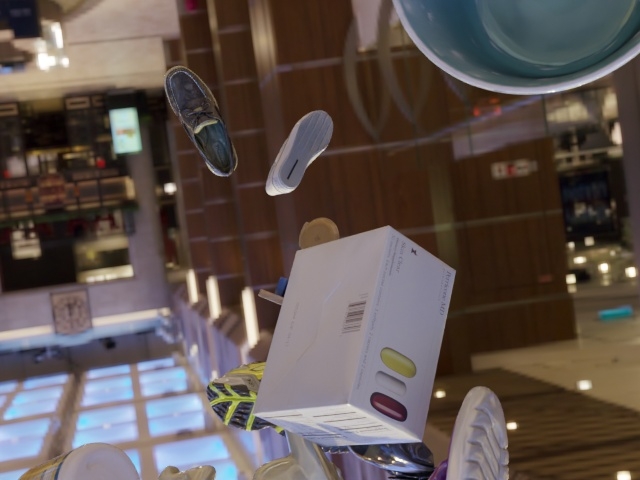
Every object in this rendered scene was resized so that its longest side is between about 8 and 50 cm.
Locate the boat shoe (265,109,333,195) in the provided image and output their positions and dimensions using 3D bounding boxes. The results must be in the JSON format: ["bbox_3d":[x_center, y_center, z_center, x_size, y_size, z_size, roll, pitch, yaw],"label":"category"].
[{"bbox_3d":[-0.054,-0.187,2.131,0.076,0.083,0.226,-20,-151,50],"label":"boat shoe"}]

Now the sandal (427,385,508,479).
[{"bbox_3d":[0.157,0.372,1.273,0.102,0.416,0.169,-2,146,26],"label":"sandal"}]

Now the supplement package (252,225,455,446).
[{"bbox_3d":[0.050,0.141,1.425,0.145,0.262,0.204,32,150,-33],"label":"supplement package"}]

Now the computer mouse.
[{"bbox_3d":[0.123,0.356,1.690,0.188,0.072,0.272,-3,140,41],"label":"computer mouse"}]

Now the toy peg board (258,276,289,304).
[{"bbox_3d":[-0.002,0.109,1.906,0.160,0.079,0.161,20,175,33],"label":"toy peg board"}]

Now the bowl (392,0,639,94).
[{"bbox_3d":[0.242,-0.290,1.078,0.311,0.312,0.163,-7,172,21],"label":"bowl"}]

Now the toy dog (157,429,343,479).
[{"bbox_3d":[-0.126,0.513,1.536,0.408,0.395,0.284,-27,145,0],"label":"toy dog"}]

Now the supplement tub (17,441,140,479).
[{"bbox_3d":[-0.385,0.400,1.543,0.199,0.144,0.144,-27,169,35],"label":"supplement tub"}]

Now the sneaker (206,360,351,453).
[{"bbox_3d":[-0.044,0.300,1.966,0.384,0.145,0.147,10,-146,35],"label":"sneaker"}]

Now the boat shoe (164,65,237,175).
[{"bbox_3d":[-0.214,-0.219,1.864,0.080,0.224,0.073,-28,-164,-8],"label":"boat shoe"}]

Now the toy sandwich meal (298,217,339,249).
[{"bbox_3d":[0.000,0.000,1.743,0.085,0.086,0.029,-7,164,30],"label":"toy sandwich meal"}]
